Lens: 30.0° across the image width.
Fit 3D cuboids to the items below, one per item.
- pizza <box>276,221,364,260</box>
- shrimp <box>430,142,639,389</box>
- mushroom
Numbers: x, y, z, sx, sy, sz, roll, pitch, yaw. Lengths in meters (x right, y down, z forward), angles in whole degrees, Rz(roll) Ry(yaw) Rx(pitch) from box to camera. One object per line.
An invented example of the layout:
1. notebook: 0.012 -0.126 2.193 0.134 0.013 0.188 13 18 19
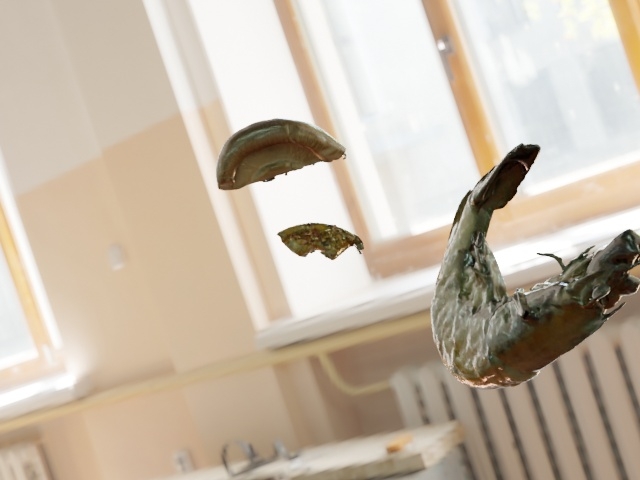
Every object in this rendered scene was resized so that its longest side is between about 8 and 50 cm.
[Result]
1. pizza: 0.000 0.000 1.118 0.083 0.037 0.016 7 -24 2
2. shrimp: 0.132 0.013 0.782 0.051 0.150 0.217 7 -24 -27
3. mushroom: -0.069 -0.142 1.855 0.209 0.094 0.072 -17 36 3
